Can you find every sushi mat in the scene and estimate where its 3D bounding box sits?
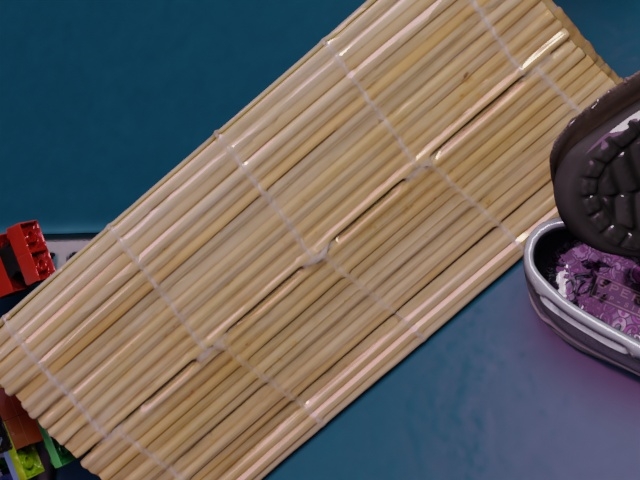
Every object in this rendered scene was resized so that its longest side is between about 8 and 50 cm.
[{"bbox_3d":[0.000,0.000,0.854,0.316,0.151,0.019,-41,25,6],"label":"sushi mat"}]

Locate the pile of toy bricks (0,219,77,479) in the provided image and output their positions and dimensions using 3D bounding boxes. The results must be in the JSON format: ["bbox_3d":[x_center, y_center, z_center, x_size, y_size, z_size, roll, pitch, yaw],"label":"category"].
[{"bbox_3d":[-0.175,0.096,0.905,0.105,0.118,0.212,-22,86,29],"label":"pile of toy bricks"}]

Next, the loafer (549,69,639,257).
[{"bbox_3d":[0.185,-0.064,0.803,0.220,0.080,0.078,-28,29,-19],"label":"loafer"}]

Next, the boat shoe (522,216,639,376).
[{"bbox_3d":[0.190,0.044,0.789,0.228,0.081,0.079,19,84,24],"label":"boat shoe"}]
